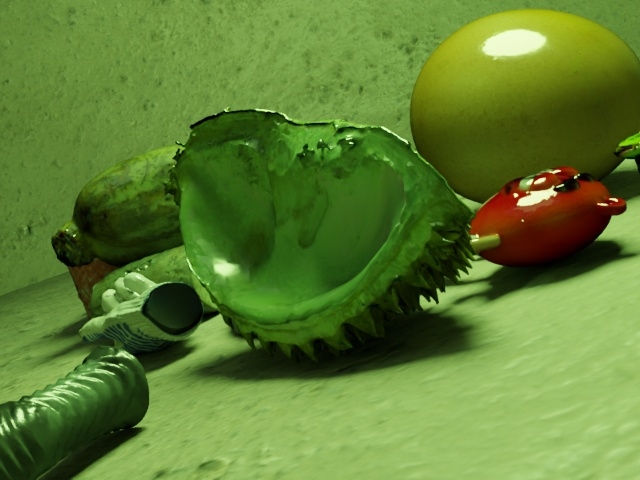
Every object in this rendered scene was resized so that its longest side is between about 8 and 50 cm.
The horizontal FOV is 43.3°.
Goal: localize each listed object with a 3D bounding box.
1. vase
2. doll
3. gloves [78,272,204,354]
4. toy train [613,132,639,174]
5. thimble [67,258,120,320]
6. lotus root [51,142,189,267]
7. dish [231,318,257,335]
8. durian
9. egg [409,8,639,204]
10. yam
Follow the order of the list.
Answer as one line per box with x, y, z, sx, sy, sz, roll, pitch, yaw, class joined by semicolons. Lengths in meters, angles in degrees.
-0.230;0.154;0.609;0.115;0.116;0.237;-16;4;28;vase
0.187;-0.013;0.772;0.183;0.085;0.217;-23;-1;-30;doll
-0.222;0.094;0.995;0.119;0.097;0.229;-19;11;-34;gloves
0.335;-0.055;0.623;0.160;0.101;0.296;-17;8;10;toy train
-0.315;0.034;1.379;0.239;0.162;0.239;-20;7;3;thimble
-0.245;-0.046;1.189;0.309;0.173;0.173;-16;7;-6;lotus root
0.000;0.000;0.961;0.273;0.134;0.273;-21;8;3;dish
-0.033;-0.011;0.747;0.163;0.198;0.394;-37;40;-29;durian
0.259;-0.165;1.024;0.250;0.250;0.322;-24;18;-30;egg
-0.225;0.070;1.135;0.194;0.107;0.107;-17;8;26;yam
